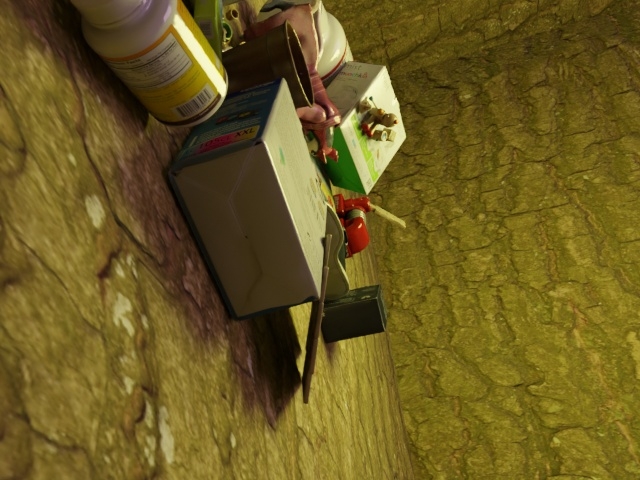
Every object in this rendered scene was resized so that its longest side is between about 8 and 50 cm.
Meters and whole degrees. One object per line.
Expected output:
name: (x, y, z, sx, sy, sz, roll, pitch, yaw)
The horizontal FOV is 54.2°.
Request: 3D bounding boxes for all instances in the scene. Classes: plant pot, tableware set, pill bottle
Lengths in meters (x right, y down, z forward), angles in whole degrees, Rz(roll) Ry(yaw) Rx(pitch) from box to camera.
plant pot: (-0.114, -0.313, 1.192, 0.167, 0.165, 0.167, -14, 90, -79)
tableware set: (-0.168, -0.397, 1.284, 0.104, 0.024, 0.154, -27, 104, -50)
pill bottle: (-0.203, -0.237, 0.753, 0.215, 0.117, 0.117, 56, 22, -63)
pill bottle: (-0.023, -0.479, 1.720, 0.408, 0.229, 0.229, 55, 23, -62)

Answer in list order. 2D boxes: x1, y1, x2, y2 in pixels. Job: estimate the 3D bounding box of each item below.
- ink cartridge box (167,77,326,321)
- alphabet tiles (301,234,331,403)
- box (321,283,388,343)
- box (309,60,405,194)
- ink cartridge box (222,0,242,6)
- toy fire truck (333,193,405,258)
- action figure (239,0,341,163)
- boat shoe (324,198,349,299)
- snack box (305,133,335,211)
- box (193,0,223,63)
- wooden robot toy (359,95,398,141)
ink cartridge box: (-0.094, -0.095, 1.045, 0.395, 0.151, 0.270, -82, 157, -61)
alphabet tiles: (-0.010, 0.135, 1.155, 0.342, 0.011, 0.285, 125, -27, -86)
box: (0.086, 0.186, 1.609, 0.158, 0.156, 0.093, -45, 121, -78)
box: (0.102, -0.297, 1.660, 0.231, 0.126, 0.262, -57, 144, -22)
ink cartridge box: (-0.202, -0.630, 1.365, 0.153, 0.086, 0.208, -83, 156, -64)
toy fire truck: (0.116, -0.046, 1.827, 0.217, 0.246, 0.158, -91, 163, -52)
action figure: (-0.035, -0.353, 1.447, 0.370, 0.275, 0.248, 61, 6, -4)
boat shoe: (0.004, 0.000, 1.512, 0.340, 0.127, 0.113, 68, 12, -45)
snack box: (-0.033, -0.186, 1.657, 0.207, 0.070, 0.175, 58, 19, -54)
box: (-0.200, -0.407, 1.126, 0.109, 0.042, 0.178, 92, -7, -52)
wooden robot toy: (0.159, -0.289, 1.563, 0.076, 0.079, 0.173, -61, 144, -14)
